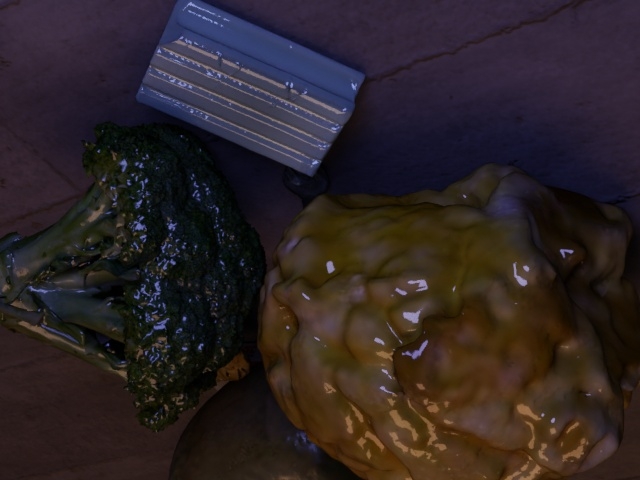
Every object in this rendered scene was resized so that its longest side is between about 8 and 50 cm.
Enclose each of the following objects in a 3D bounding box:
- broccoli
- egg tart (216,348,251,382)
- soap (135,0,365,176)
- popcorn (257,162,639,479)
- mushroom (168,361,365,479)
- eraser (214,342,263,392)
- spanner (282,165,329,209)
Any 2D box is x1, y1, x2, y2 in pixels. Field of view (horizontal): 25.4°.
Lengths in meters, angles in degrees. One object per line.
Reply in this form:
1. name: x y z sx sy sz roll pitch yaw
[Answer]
1. broccoli: -0.197 0.030 1.457 0.283 0.321 0.304 -10 164 1
2. egg tart: -0.186 0.093 1.714 0.241 0.106 0.241 19 156 9
3. soap: -0.070 -0.151 1.401 0.198 0.066 0.119 23 142 -9
4. popcorn: 0.135 0.109 1.422 0.390 0.344 0.354 -10 136 6
5. mushroom: -0.050 0.313 1.696 0.292 0.217 0.212 54 156 -3
6. eraser: -0.025 0.190 1.850 0.230 0.038 0.157 -5 138 27
7. spanner: 0.000 0.000 1.614 0.054 0.015 0.254 4 142 14
